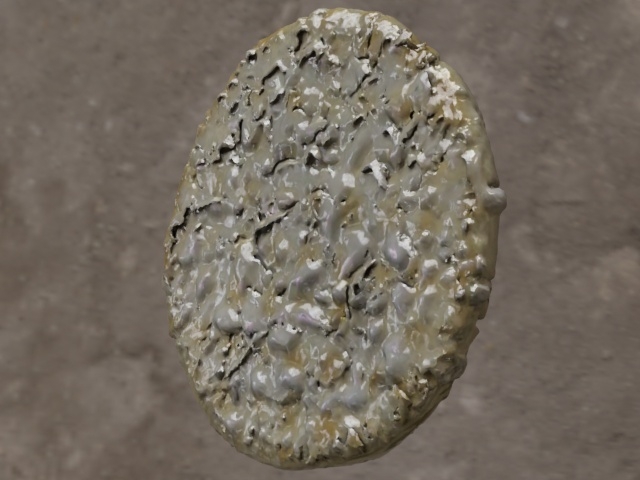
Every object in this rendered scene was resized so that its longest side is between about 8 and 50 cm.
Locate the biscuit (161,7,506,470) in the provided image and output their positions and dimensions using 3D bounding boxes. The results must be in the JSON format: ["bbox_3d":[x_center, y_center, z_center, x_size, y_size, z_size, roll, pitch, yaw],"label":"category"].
[{"bbox_3d":[0.000,0.000,0.558,0.152,0.020,0.152,-10,76,46],"label":"biscuit"}]
